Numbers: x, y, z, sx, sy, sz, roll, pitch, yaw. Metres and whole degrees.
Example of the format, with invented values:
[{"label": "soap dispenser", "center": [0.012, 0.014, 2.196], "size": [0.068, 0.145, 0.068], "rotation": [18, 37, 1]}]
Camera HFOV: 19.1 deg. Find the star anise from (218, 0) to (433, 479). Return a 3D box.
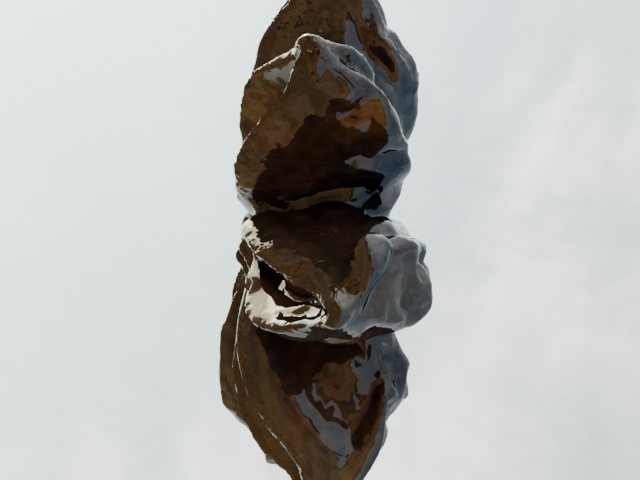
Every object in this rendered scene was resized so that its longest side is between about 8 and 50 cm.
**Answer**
[{"label": "star anise", "center": [0.001, -0.002, 0.710], "size": [0.197, 0.073, 0.212], "rotation": [-105, -162, -77]}]
